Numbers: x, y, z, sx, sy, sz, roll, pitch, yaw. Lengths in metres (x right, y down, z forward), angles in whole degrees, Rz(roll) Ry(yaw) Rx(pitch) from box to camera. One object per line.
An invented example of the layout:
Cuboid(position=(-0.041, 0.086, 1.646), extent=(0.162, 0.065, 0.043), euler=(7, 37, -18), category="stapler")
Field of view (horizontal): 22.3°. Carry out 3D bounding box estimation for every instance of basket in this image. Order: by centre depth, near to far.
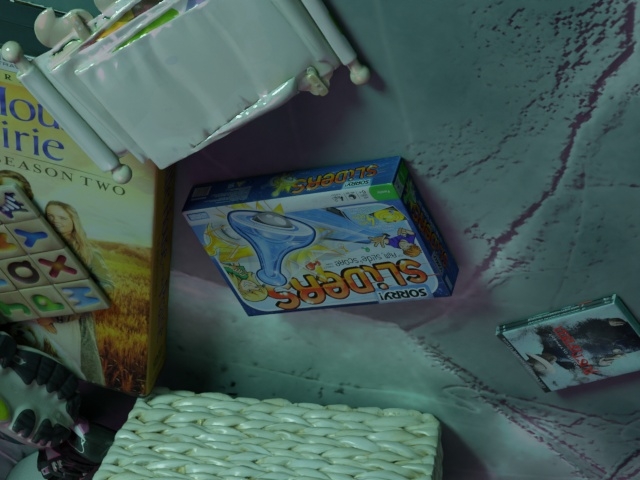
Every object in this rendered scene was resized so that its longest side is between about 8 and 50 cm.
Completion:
Cuboid(position=(-0.055, 0.338, 1.526), extent=(0.328, 0.266, 0.331), euler=(5, 123, 7), category="basket")

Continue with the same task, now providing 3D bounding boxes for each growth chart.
Cuboid(position=(-0.101, -0.137, 1.209), extent=(0.237, 0.021, 0.172), euler=(-24, 125, 8), category="growth chart")

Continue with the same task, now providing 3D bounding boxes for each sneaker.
Cuboid(position=(-0.343, 0.115, 1.485), extent=(0.110, 0.107, 0.275), euler=(-4, 143, 38), category="sneaker")
Cuboid(position=(-0.243, 0.216, 1.626), extent=(0.072, 0.077, 0.178), euler=(24, 170, -14), category="sneaker")

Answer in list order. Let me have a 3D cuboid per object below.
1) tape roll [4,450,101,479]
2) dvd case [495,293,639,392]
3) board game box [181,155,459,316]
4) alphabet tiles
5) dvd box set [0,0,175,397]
Cuboid(position=(-0.192, 0.372, 1.835), extent=(0.392, 0.072, 0.392), euler=(11, 139, 10), category="tape roll")
Cuboid(position=(0.224, 0.091, 1.405), extent=(0.119, 0.013, 0.087), euler=(-17, 128, 36), category="dvd case")
Cuboid(position=(0.000, 0.000, 1.376), extent=(0.201, 0.035, 0.136), euler=(-8, 132, 28), category="board game box")
Cuboid(position=(-0.322, -0.007, 1.420), extent=(0.198, 0.009, 0.237), euler=(-9, 133, 29), category="alphabet tiles")
Cuboid(position=(-0.279, -0.040, 1.422), extent=(0.307, 0.062, 0.420), euler=(15, 140, 4), category="dvd box set")
